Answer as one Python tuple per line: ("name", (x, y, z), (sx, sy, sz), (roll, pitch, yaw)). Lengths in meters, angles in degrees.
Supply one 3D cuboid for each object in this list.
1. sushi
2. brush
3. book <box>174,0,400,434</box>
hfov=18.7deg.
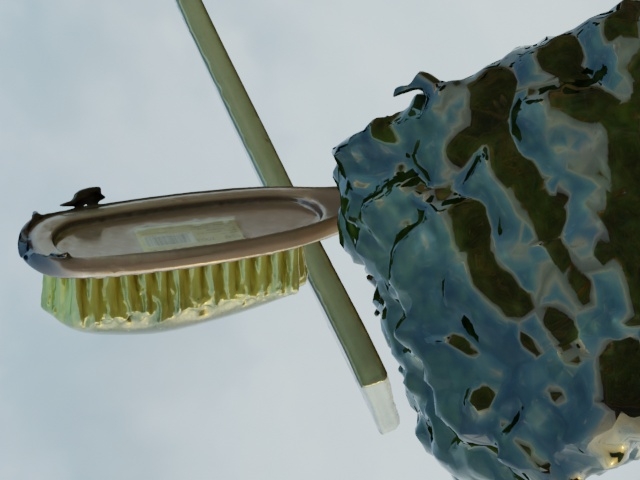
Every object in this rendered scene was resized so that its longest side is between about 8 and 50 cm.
("sushi", (0.195, -0.016, 0.846), (0.294, 0.352, 0.178), (5, -118, -67))
("brush", (-0.001, 0.000, 1.008), (0.313, 0.067, 0.072), (-9, -149, -19))
("book", (-0.020, -0.019, 1.287), (0.208, 0.020, 0.295), (69, 176, -75))
